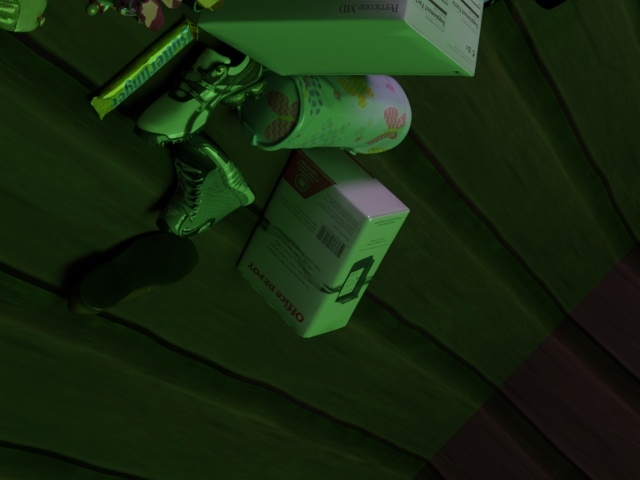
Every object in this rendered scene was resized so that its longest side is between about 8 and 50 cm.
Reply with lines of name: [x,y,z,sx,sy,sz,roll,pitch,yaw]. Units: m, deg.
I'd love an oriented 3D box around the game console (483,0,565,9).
game console: [0.321,-0.415,2.027,0.361,0.044,0.213,-31,150,-25]

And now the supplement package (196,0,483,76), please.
supplement package: [0.028,-0.282,1.521,0.204,0.261,0.145,21,74,-61]

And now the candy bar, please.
candy bar: [-0.209,-0.207,1.596,0.161,0.018,0.040,-41,153,-6]

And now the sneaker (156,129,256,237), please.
sneaker: [-0.171,-0.065,1.774,0.132,0.086,0.229,-41,154,-3]

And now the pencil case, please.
pencil case: [0.008,-0.177,1.840,0.124,0.113,0.273,-37,160,31]

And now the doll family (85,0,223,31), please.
doll family: [-0.130,-0.314,1.413,0.263,0.163,0.118,-51,132,1]

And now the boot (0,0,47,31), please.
boot: [-0.242,-0.300,1.297,0.262,0.095,0.203,-2,133,-33]

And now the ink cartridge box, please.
ink cartridge box: [0.000,0.000,2.005,0.100,0.172,0.237,-12,138,-48]

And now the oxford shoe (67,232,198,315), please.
oxford shoe: [-0.260,0.046,1.840,0.212,0.076,0.076,-23,176,-41]

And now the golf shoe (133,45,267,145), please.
golf shoe: [-0.154,-0.191,1.649,0.198,0.077,0.094,-37,142,-32]
